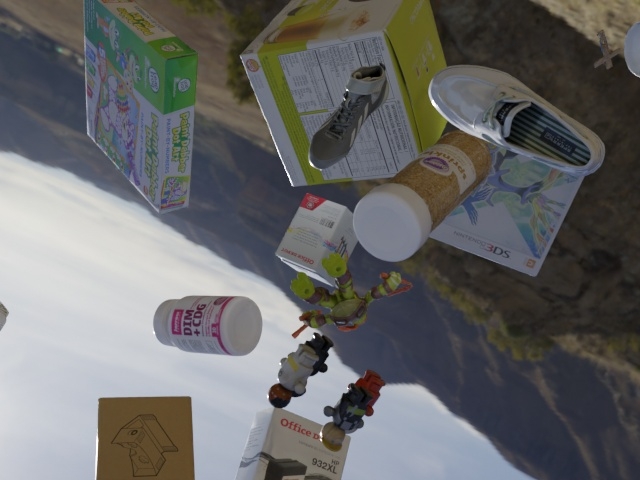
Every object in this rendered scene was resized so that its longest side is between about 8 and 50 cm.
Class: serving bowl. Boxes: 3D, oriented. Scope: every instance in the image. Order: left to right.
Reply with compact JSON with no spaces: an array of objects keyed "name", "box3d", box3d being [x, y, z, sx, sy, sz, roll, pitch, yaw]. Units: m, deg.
[{"name":"serving bowl","box3d":[0.495,-0.289,1.182,0.027,0.083,0.083,-12,-168,-16]}]

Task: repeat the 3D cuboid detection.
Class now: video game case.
[{"name":"video game case","box3d":[0.421,-0.116,1.784,0.299,0.329,0.036,20,-165,-4]}]

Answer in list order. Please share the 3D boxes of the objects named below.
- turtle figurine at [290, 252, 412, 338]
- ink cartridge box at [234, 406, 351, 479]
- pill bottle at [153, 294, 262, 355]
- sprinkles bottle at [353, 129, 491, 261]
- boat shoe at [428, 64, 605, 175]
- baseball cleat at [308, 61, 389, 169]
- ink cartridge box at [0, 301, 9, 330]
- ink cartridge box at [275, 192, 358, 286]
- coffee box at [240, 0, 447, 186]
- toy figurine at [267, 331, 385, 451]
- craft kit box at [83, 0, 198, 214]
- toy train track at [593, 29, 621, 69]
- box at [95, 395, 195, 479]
[{"name":"turtle figurine","box3d":[0.031,0.120,1.483,0.217,0.269,0.087,45,-153,-52]},{"name":"ink cartridge box","box3d":[-0.080,0.581,1.869,0.223,0.308,0.129,26,151,-18]},{"name":"pill bottle","box3d":[-0.314,0.230,2.151,0.283,0.161,0.160,-2,163,35]},{"name":"sprinkles bottle","box3d":[0.187,-0.087,1.369,0.121,0.121,0.355,25,-146,19]},{"name":"boat shoe","box3d":[0.227,-0.148,0.919,0.226,0.083,0.076,26,-167,17]},{"name":"baseball cleat","box3d":[0.042,-0.216,1.312,0.072,0.206,0.109,28,159,20]},{"name":"ink cartridge box","box3d":[-0.723,0.163,1.492,0.117,0.207,0.283,36,170,-33]},{"name":"ink cartridge box","box3d":[0.000,0.000,1.929,0.128,0.176,0.127,22,169,31]},{"name":"coffee box","box3d":[0.081,-0.360,1.763,0.334,0.338,0.338,-4,126,26]},{"name":"toy figurine","box3d":[0.006,0.305,1.575,0.213,0.148,0.209,35,-169,9]},{"name":"craft kit box","box3d":[-0.267,-0.206,1.140,0.061,0.250,0.246,-22,-132,-36]},{"name":"toy train track","box3d":[0.448,-0.304,1.241,0.083,0.048,0.014,48,-166,-49]},{"name":"box","box3d":[-0.301,0.357,1.346,0.164,0.021,0.201,3,-136,-16]}]
